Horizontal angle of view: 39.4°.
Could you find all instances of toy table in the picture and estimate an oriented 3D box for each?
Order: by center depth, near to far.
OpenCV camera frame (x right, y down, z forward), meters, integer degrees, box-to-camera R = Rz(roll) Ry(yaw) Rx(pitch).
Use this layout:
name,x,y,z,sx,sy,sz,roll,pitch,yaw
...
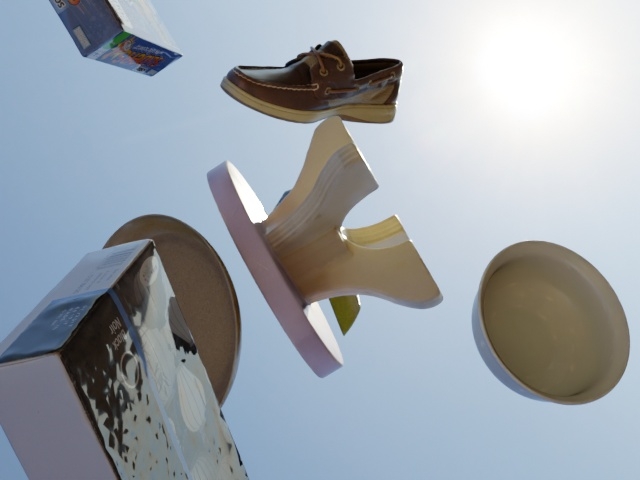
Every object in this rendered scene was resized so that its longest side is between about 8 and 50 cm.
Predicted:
name,x,y,z,sx,sy,sz,roll,pitch,yaw
toy table,0.004,-0.007,0.974,0.274,0.161,0.252,61,-176,16

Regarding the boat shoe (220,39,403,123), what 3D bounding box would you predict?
name,x,y,z,sx,sy,sz,roll,pitch,yaw
boat shoe,0.000,-0.259,1.405,0.342,0.123,0.123,-1,-149,-38

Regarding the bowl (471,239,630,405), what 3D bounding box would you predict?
name,x,y,z,sx,sy,sz,roll,pitch,yaw
bowl,0.377,0.159,1.560,0.298,0.134,0.297,9,-119,-17

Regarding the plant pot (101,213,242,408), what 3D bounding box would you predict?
name,x,y,z,sx,sy,sz,roll,pitch,yaw
plant pot,-0.162,0.091,0.931,0.032,0.236,0.236,0,-124,-52

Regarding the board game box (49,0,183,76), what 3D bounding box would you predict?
name,x,y,z,sx,sy,sz,roll,pitch,yaw
board game box,-0.185,-0.220,0.657,0.201,0.035,0.136,59,-170,1

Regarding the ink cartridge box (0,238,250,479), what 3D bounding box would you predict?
name,x,y,z,sx,sy,sz,roll,pitch,yaw
ink cartridge box,-0.106,0.181,0.613,0.165,0.065,0.332,-72,-34,-65

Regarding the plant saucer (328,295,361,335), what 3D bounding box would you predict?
name,x,y,z,sx,sy,sz,roll,pitch,yaw
plant saucer,0.025,0.049,1.565,0.188,0.045,0.188,-92,-19,-77

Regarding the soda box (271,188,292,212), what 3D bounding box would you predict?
name,x,y,z,sx,sy,sz,roll,pitch,yaw
soda box,0.000,0.000,1.327,0.169,0.053,0.060,53,-135,-26
